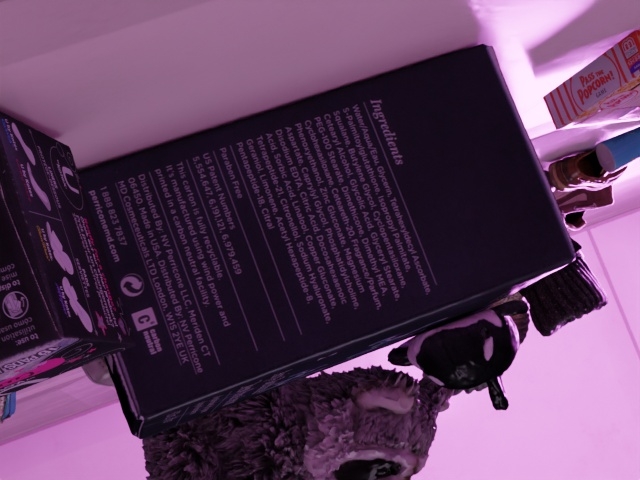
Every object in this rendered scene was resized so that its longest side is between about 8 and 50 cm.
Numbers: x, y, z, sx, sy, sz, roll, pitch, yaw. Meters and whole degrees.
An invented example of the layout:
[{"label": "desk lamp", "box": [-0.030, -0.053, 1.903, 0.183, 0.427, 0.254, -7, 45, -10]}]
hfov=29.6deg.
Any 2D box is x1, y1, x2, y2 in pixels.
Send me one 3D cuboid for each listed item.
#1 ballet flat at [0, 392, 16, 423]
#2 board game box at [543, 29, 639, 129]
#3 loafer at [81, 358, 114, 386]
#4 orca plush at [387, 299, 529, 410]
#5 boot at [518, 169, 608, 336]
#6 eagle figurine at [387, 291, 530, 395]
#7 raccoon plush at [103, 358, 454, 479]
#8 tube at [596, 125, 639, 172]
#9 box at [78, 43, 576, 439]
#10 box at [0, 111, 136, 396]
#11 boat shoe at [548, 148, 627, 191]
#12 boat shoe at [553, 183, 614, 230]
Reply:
[{"label": "ballet flat", "box": [-0.530, 0.251, 1.937, 0.077, 0.091, 0.241, 4, 163, -11]}, {"label": "board game box", "box": [0.364, -0.179, 1.331, 0.193, 0.045, 0.147, -9, 163, -37]}, {"label": "loafer", "box": [-0.234, 0.137, 1.835, 0.111, 0.112, 0.319, -32, 175, 34]}, {"label": "orca plush", "box": [0.153, 0.136, 1.261, 0.151, 0.102, 0.287, -20, 173, -4]}, {"label": "boot", "box": [0.299, 0.037, 1.930, 0.348, 0.260, 0.131, -14, 169, -35]}, {"label": "eagle figurine", "box": [0.269, 0.125, 2.130, 0.226, 0.298, 0.225, 26, 166, -8]}, {"label": "raccoon plush", "box": [-0.071, 0.146, 1.348, 0.299, 0.446, 0.216, -44, 175, 16]}, {"label": "tube", "box": [0.542, -0.173, 1.943, 0.207, 0.052, 0.080, -25, -176, -12]}, {"label": "box", "box": [-0.020, 0.013, 1.123, 0.395, 0.212, 0.293, -20, 172, -12]}, {"label": "box", "box": [-0.275, 0.040, 0.805, 0.247, 0.163, 0.142, -22, 171, 8]}, {"label": "boat shoe", "box": [0.453, -0.119, 1.994, 0.178, 0.064, 0.060, -11, 170, -39]}, {"label": "boat shoe", "box": [0.463, -0.061, 2.305, 0.095, 0.095, 0.257, -17, 172, -26]}]
